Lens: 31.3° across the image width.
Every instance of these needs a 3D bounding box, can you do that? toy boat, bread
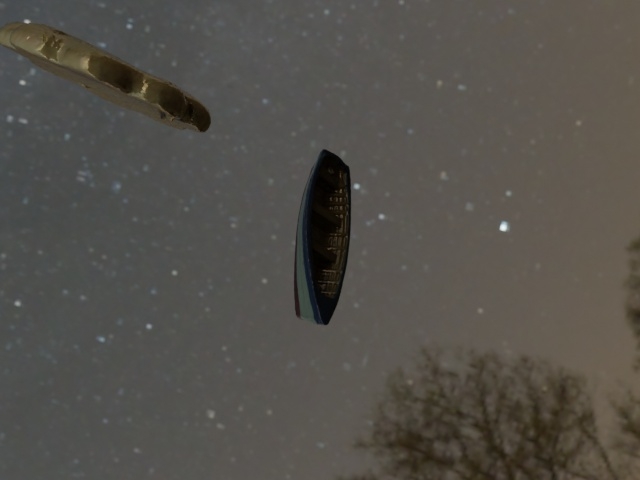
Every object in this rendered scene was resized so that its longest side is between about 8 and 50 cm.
[{"bbox_3d":[0.000,0.000,1.350,0.080,0.045,0.229,33,-128,-41],"label":"toy boat"},{"bbox_3d":[-0.288,-0.222,1.552,0.054,0.316,0.316,-67,-23,0],"label":"bread"}]
